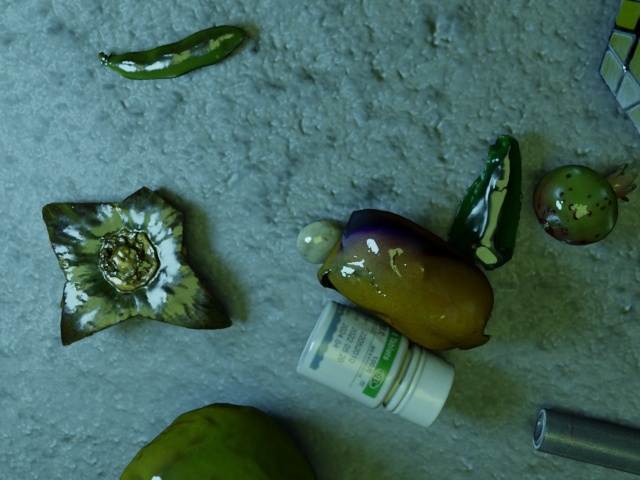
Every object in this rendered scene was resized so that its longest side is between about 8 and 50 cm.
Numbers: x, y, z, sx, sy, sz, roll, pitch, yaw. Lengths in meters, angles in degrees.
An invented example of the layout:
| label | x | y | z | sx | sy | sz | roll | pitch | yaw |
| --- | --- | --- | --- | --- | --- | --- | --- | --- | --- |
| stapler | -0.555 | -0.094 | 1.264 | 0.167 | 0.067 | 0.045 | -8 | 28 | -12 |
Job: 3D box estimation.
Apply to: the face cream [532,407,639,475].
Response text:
| label | x | y | z | sx | sy | sz | roll | pitch | yaw |
| --- | --- | --- | --- | --- | --- | --- | --- | --- | --- |
| face cream | 0.502 | 0.347 | 1.206 | 0.283 | 0.073 | 0.073 | 12 | 104 | 4 |

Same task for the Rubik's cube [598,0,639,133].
| label | x | y | z | sx | sy | sz | roll | pitch | yaw |
| --- | --- | --- | --- | --- | --- | --- | --- | --- | --- |
| Rubik's cube | 0.542 | -0.260 | 0.964 | 0.319 | 0.319 | 0.264 | 7 | 77 | 5 |

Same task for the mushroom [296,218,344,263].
| label | x | y | z | sx | sy | sz | roll | pitch | yaw |
| --- | --- | --- | --- | --- | --- | --- | --- | --- | --- |
| mushroom | 0.000 | 0.000 | 1.188 | 0.083 | 0.067 | 0.083 | -17 | 138 | -16 |

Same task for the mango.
| label | x | y | z | sx | sy | sz | roll | pitch | yaw |
| --- | --- | --- | --- | --- | --- | --- | --- | --- | --- |
| mango | 0.146 | 0.066 | 1.128 | 0.287 | 0.201 | 0.152 | 32 | 80 | -13 |

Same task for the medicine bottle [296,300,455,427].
| label | x | y | z | sx | sy | sz | roll | pitch | yaw |
| --- | --- | --- | --- | --- | --- | --- | --- | --- | --- |
| medicine bottle | 0.091 | 0.205 | 1.188 | 0.237 | 0.139 | 0.139 | 25 | 104 | 2 |

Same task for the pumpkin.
| label | x | y | z | sx | sy | sz | roll | pitch | yaw |
| --- | --- | --- | --- | --- | --- | --- | --- | --- | --- |
| pumpkin | -0.314 | 0.043 | 1.222 | 0.290 | 0.095 | 0.258 | -9 | 90 | -1 |

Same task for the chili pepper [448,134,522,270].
| label | x | y | z | sx | sy | sz | roll | pitch | yaw |
| --- | --- | --- | --- | --- | --- | --- | --- | --- | --- |
| chili pepper | 0.270 | -0.061 | 1.147 | 0.108 | 0.062 | 0.216 | 10 | 102 | 4 |

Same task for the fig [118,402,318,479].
| label | x | y | z | sx | sy | sz | roll | pitch | yaw |
| --- | --- | --- | --- | --- | --- | --- | --- | --- | --- |
| fig | -0.151 | 0.445 | 1.169 | 0.343 | 0.343 | 0.343 | 1 | 103 | 6 |

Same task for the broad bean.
| label | x | y | z | sx | sy | sz | roll | pitch | yaw |
| --- | --- | --- | --- | --- | --- | --- | --- | --- | --- |
| broad bean | -0.234 | -0.295 | 1.159 | 0.254 | 0.046 | 0.065 | -10 | 89 | 10 |

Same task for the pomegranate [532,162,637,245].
| label | x | y | z | sx | sy | sz | roll | pitch | yaw |
| --- | --- | --- | --- | --- | --- | --- | --- | --- | --- |
| pomegranate | 0.400 | -0.065 | 1.110 | 0.129 | 0.159 | 0.129 | 31 | 142 | 28 |
